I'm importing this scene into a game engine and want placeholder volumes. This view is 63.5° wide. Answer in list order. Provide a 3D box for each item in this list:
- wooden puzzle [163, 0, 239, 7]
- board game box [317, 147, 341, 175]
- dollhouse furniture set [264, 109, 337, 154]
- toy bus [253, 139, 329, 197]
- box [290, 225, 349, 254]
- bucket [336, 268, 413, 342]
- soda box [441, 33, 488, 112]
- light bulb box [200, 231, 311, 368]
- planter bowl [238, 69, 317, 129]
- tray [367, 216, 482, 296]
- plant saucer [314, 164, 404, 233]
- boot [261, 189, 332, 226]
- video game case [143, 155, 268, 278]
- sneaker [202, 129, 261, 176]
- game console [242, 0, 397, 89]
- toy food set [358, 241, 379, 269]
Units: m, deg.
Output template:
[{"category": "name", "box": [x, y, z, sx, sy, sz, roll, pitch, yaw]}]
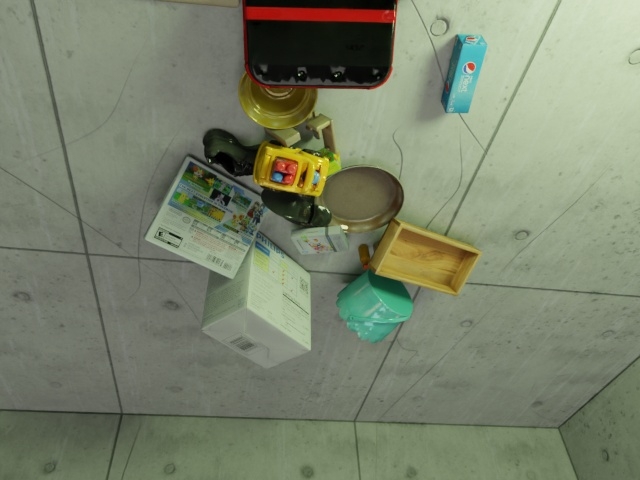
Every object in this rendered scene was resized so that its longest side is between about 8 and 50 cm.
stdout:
[{"category": "wooden puzzle", "box": [-0.302, -0.672, 1.220, 0.221, 0.044, 0.238, 2, 136, -7]}, {"category": "board game box", "box": [-0.025, -0.230, 1.661, 0.182, 0.092, 0.043, -25, 133, 21]}, {"category": "dollhouse furniture set", "box": [-0.058, -0.301, 1.550, 0.151, 0.144, 0.123, -35, 140, -20]}, {"category": "toy bus", "box": [-0.077, -0.199, 1.498, 0.221, 0.211, 0.149, 12, 100, -12]}, {"category": "box", "box": [0.000, 0.000, 1.898, 0.187, 0.038, 0.145, -4, 153, 14]}, {"category": "bucket", "box": [0.220, 0.249, 2.057, 0.281, 0.281, 0.183, 27, 124, -28]}, {"category": "soda box", "box": [0.402, -0.466, 1.462, 0.071, 0.067, 0.210, 0, 136, -4]}, {"category": "light bulb box", "box": [-0.223, 0.219, 1.922, 0.225, 0.360, 0.358, -27, 131, 25]}, {"category": "planter bowl", "box": [-0.118, -0.428, 1.448, 0.218, 0.090, 0.217, -2, 133, -2]}, {"category": "tray", "box": [0.393, 0.067, 1.927, 0.411, 0.076, 0.202, 16, 107, -30]}, {"category": "plant saucer", "box": [0.133, -0.148, 1.788, 0.311, 0.050, 0.310, -2, 137, -2]}, {"category": "boot", "box": [-0.098, -0.097, 1.735, 0.263, 0.091, 0.229, 23, 172, -17]}, {"category": "video game case", "box": [-0.365, -0.069, 1.714, 0.329, 0.036, 0.299, 29, 85, -29]}, {"category": "sneaker", "box": [-0.229, -0.242, 1.610, 0.287, 0.130, 0.109, 12, 133, -17]}, {"category": "game console", "box": [0.000, -0.553, 1.294, 0.388, 0.060, 0.341, -1, 112, -5]}, {"category": "toy food set", "box": [0.263, 0.087, 1.999, 0.232, 0.104, 0.111, 28, 128, -29]}]
